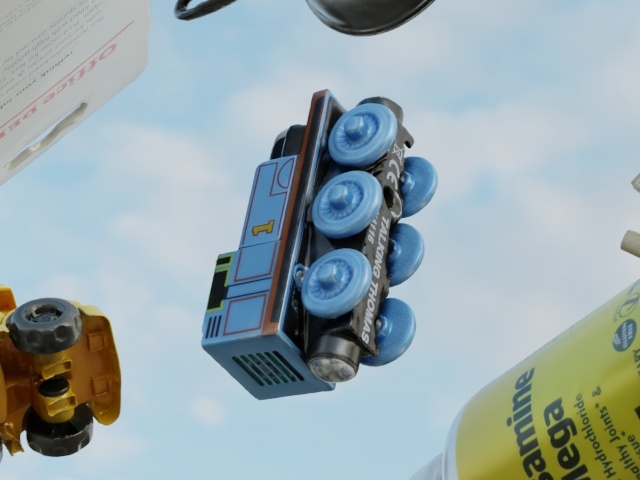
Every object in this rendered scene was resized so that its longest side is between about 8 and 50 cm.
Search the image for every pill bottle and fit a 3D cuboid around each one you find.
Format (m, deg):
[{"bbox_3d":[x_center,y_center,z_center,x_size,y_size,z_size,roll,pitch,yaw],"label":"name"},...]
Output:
[{"bbox_3d":[0.205,0.149,1.351,0.188,0.188,0.334,22,-42,-27],"label":"pill bottle"}]

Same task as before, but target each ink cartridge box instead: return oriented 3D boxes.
[{"bbox_3d":[-0.218,-0.153,1.241,0.119,0.207,0.353,47,-14,10],"label":"ink cartridge box"}]

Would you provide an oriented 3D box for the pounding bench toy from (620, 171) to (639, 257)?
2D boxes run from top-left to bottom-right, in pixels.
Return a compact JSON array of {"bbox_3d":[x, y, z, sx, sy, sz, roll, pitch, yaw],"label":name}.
[{"bbox_3d":[0.198,-0.009,1.056,0.052,0.083,0.065,38,-10,38],"label":"pounding bench toy"}]

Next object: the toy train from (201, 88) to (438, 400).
[{"bbox_3d":[0.000,0.000,1.102,0.105,0.184,0.080,-10,-37,28],"label":"toy train"}]

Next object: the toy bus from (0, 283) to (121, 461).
[{"bbox_3d":[-0.321,0.110,1.862,0.220,0.211,0.149,-15,-59,-21],"label":"toy bus"}]

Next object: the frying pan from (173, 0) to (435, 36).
[{"bbox_3d":[0.000,-0.252,1.454,0.053,0.197,0.326,18,-3,-42],"label":"frying pan"}]
